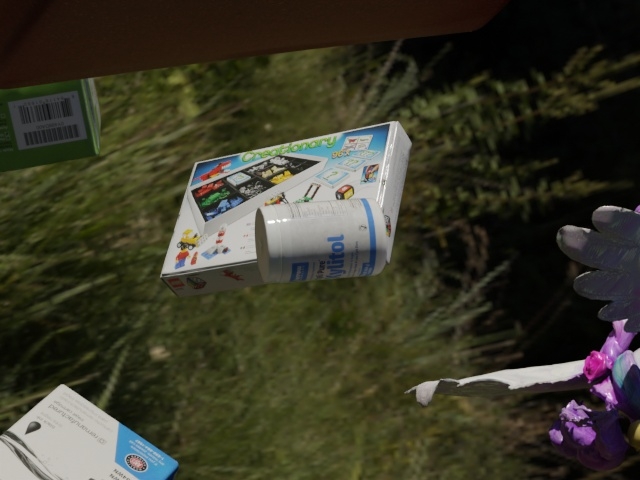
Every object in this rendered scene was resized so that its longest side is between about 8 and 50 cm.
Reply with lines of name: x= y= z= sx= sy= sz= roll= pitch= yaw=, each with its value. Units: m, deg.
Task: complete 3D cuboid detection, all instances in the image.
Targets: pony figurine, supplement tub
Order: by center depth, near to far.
pony figurine: x=0.300 y=0.123 z=1.278 sx=0.351 sy=0.303 sz=0.363 roll=-3 pitch=60 yaw=-44
supplement tub: x=0.000 y=0.000 z=1.280 sx=0.107 sy=0.071 sz=0.071 roll=-5 pitch=79 yaw=-12

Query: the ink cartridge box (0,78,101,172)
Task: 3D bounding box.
ink cartridge box: x=-0.334 y=-0.159 z=1.567 sx=0.255 sy=0.189 sz=0.097 roll=-108 pitch=-171 yaw=-68

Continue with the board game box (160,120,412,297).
board game box: x=-0.043 y=-0.038 z=1.824 sx=0.053 sy=0.305 sz=0.193 roll=52 pitch=39 yaw=-41

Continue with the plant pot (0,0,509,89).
plant pot: x=-0.017 y=-0.230 z=0.580 sx=0.267 sy=0.236 sz=0.267 roll=-10 pitch=86 yaw=-22

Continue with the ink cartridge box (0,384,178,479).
ink cartridge box: x=-0.251 y=0.249 z=1.342 sx=0.148 sy=0.086 sz=0.203 roll=32 pitch=38 yaw=10
